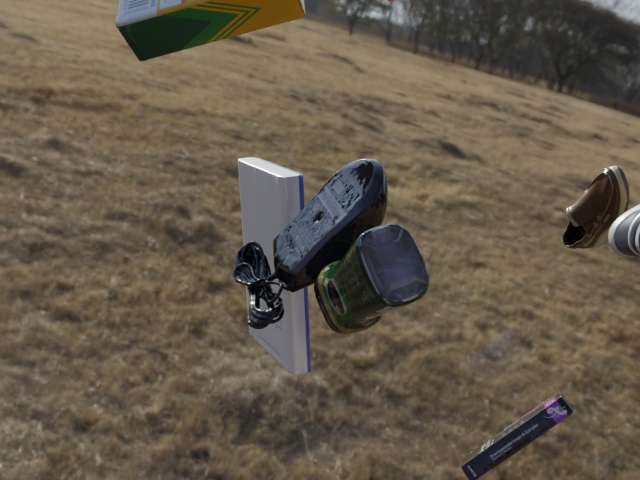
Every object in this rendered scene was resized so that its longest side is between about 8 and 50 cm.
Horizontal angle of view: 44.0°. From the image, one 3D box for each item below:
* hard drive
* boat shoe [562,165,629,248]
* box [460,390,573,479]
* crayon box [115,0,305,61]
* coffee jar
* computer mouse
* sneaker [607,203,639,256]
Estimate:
[{"bbox_3d":[-0.077,0.035,1.305,0.040,0.318,0.210,-9,16,-23],"label":"hard drive"},{"bbox_3d":[0.560,-0.054,1.638,0.095,0.257,0.095,-12,56,-3],"label":"boat shoe"},{"bbox_3d":[0.264,0.262,1.067,0.029,0.162,0.116,53,7,15],"label":"box"},{"bbox_3d":[-0.142,-0.408,1.216,0.323,0.083,0.203,-12,55,12],"label":"crayon box"},{"bbox_3d":[0.056,0.053,0.959,0.079,0.096,0.184,-18,-11,-24],"label":"coffee jar"},{"bbox_3d":[0.000,0.000,1.105,0.072,0.272,0.188,39,15,-31],"label":"computer mouse"},{"bbox_3d":[0.611,-0.066,1.284,0.099,0.282,0.153,50,5,-2],"label":"sneaker"}]
